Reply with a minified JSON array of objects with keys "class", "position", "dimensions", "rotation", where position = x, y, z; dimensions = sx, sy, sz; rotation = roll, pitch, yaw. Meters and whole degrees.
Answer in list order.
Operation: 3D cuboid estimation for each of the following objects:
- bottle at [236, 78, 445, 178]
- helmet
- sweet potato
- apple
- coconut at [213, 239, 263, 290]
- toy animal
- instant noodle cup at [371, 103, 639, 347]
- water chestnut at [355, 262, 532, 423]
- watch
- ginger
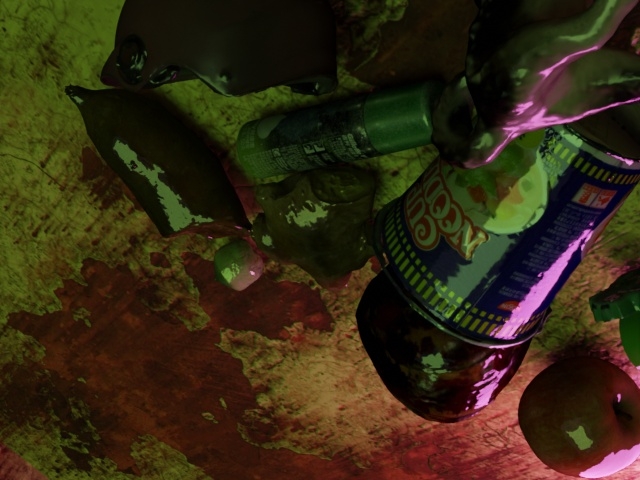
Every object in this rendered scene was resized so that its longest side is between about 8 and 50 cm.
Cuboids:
[{"class":"bottle","position":[0.031,-0.157,1.288],"dimensions":[0.330,0.093,0.093],"rotation":[-7,124,35]},{"class":"helmet","position":[-0.133,-0.287,1.166],"dimensions":[0.338,0.271,0.197],"rotation":[12,106,35]},{"class":"sweet potato","position":[-0.261,-0.129,1.458],"dimensions":[0.158,0.158,0.369],"rotation":[-26,105,43]},{"class":"apple","position":[0.408,0.277,1.394],"dimensions":[0.188,0.188,0.174],"rotation":[43,140,-11]},{"class":"coconut","position":[-0.151,0.046,1.592],"dimensions":[0.096,0.088,0.088],"rotation":[-29,114,13]},{"class":"toy animal","position":[0.197,-0.263,0.933],"dimensions":[0.194,0.344,0.303],"rotation":[5,154,-40]},{"class":"instant noodle cup","position":[0.259,-0.061,1.137],"dimensions":[0.284,0.284,0.312],"rotation":[33,129,0]},{"class":"water chestnut","position":[0.177,0.124,1.332],"dimensions":[0.244,0.289,0.289],"rotation":[29,139,-12]},{"class":"watch","position":[0.462,0.119,1.233],"dimensions":[0.131,0.165,0.152],"rotation":[-14,102,52]},{"class":"ginger","position":[0.000,0.000,1.424],"dimensions":[0.219,0.123,0.270],"rotation":[0,130,4]}]
